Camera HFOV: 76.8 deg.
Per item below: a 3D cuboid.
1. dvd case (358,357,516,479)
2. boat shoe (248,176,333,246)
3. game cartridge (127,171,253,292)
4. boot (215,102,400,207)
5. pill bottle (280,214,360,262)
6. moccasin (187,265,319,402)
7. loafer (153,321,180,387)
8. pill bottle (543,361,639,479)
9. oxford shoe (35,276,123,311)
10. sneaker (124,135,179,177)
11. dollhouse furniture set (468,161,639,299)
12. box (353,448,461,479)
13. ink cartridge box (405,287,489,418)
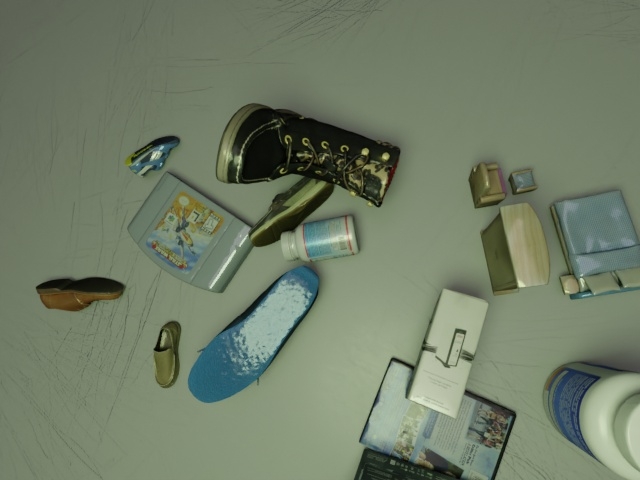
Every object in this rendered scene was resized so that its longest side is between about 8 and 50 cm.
[{"bbox_3d":[0.224,0.365,0.788,0.253,0.022,0.180,21,83,15],"label":"dvd case"},{"bbox_3d":[-0.074,-0.074,0.913,0.223,0.080,0.073,-38,65,-5],"label":"boat shoe"},{"bbox_3d":[-0.312,-0.014,0.961,0.297,0.062,0.198,32,83,16],"label":"game cartridge"},{"bbox_3d":[-0.002,-0.156,0.787,0.284,0.377,0.138,21,112,9],"label":"boot"},{"bbox_3d":[0.000,0.000,0.874,0.160,0.087,0.087,-10,77,10],"label":"pill bottle"},{"bbox_3d":[-0.122,0.201,0.850,0.342,0.117,0.137,-41,86,-4],"label":"moccasin"},{"bbox_3d":[-0.353,0.259,0.915,0.056,0.050,0.148,-4,78,11],"label":"loafer"},{"bbox_3d":[0.466,0.276,0.625,0.152,0.272,0.152,-2,79,12],"label":"pill bottle"},{"bbox_3d":[-0.578,0.136,0.988,0.212,0.076,0.076,-2,109,9],"label":"oxford shoe"},{"bbox_3d":[-0.419,-0.215,1.026,0.144,0.059,0.053,-36,42,-13],"label":"sneaker"},{"bbox_3d":[0.464,-0.042,0.729,0.303,0.198,0.286,-9,77,9],"label":"dollhouse furniture set"},{"bbox_3d":[0.159,0.479,0.687,0.233,0.183,0.059,9,112,18],"label":"box"},{"bbox_3d":[0.228,0.206,0.740,0.086,0.148,0.203,18,73,16],"label":"ink cartridge box"}]
